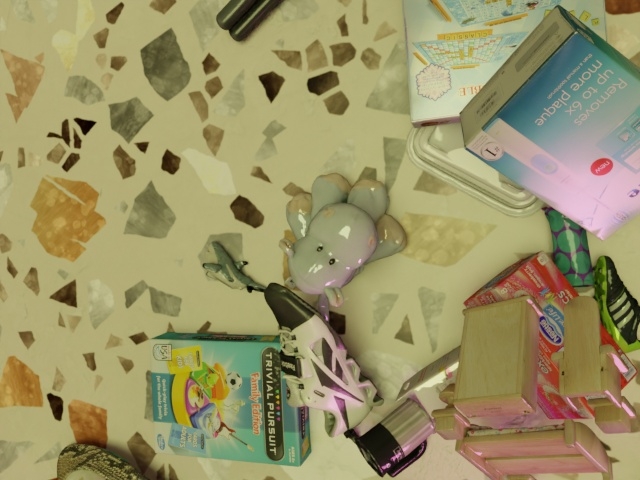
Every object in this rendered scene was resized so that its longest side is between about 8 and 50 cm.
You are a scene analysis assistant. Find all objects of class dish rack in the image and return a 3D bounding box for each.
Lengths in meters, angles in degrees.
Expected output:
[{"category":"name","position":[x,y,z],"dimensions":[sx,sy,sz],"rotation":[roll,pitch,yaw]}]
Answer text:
[{"category":"dish rack","position":[0.337,-0.237,1.008],"dimensions":[0.286,0.072,0.332],"rotation":[31,100,14]}]

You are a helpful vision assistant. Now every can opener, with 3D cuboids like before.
[{"category":"can opener","position":[-0.101,-0.538,1.137],"dimensions":[0.283,0.076,0.095],"rotation":[-41,49,15]}]

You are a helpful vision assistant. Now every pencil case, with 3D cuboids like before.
[{"category":"pencil case","position":[0.438,0.011,0.991],"dimensions":[0.070,0.065,0.151],"rotation":[-7,90,55]}]

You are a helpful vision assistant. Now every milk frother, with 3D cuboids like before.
[{"category":"milk frother","position":[0.128,0.371,1.094],"dimensions":[0.135,0.129,0.143],"rotation":[-32,49,-18]}]

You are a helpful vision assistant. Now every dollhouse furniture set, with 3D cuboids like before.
[{"category":"dollhouse furniture set","position":[0.373,0.260,0.886],"dimensions":[0.303,0.173,0.355],"rotation":[-21,127,40]}]

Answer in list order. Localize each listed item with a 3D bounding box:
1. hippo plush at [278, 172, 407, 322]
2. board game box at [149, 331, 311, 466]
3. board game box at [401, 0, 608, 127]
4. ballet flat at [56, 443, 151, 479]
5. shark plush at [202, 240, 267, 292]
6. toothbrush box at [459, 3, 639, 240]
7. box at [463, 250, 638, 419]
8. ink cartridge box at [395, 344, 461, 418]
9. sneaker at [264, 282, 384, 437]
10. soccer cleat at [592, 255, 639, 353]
[{"category":"hippo plush","position":[0.000,0.000,1.034],"dimensions":[0.234,0.236,0.294],"rotation":[46,104,10]},{"category":"board game box","position":[-0.195,0.331,1.193],"dimensions":[0.336,0.079,0.253],"rotation":[-2,92,17]},{"category":"board game box","position":[0.300,-0.370,0.941],"dimensions":[0.319,0.066,0.317],"rotation":[-4,91,16]},{"category":"ballet flat","position":[-0.429,0.594,1.225],"dimensions":[0.483,0.182,0.163],"rotation":[20,99,15]},{"category":"shark plush","position":[-0.182,0.064,1.191],"dimensions":[0.161,0.073,0.067],"rotation":[27,70,19]},{"category":"toothbrush box","position":[0.397,-0.167,0.849],"dimensions":[0.296,0.126,0.216],"rotation":[30,128,-16]},{"category":"box","position":[0.388,0.164,0.961],"dimensions":[0.128,0.122,0.256],"rotation":[-33,82,-22]},{"category":"ink cartridge box","position":[0.242,0.256,1.037],"dimensions":[0.198,0.115,0.067],"rotation":[-37,83,16]},{"category":"sneaker","position":[-0.023,0.233,1.049],"dimensions":[0.146,0.122,0.330],"rotation":[-39,101,-17]},{"category":"soccer cleat","position":[0.523,0.110,0.979],"dimensions":[0.073,0.060,0.178],"rotation":[-11,96,8]}]
